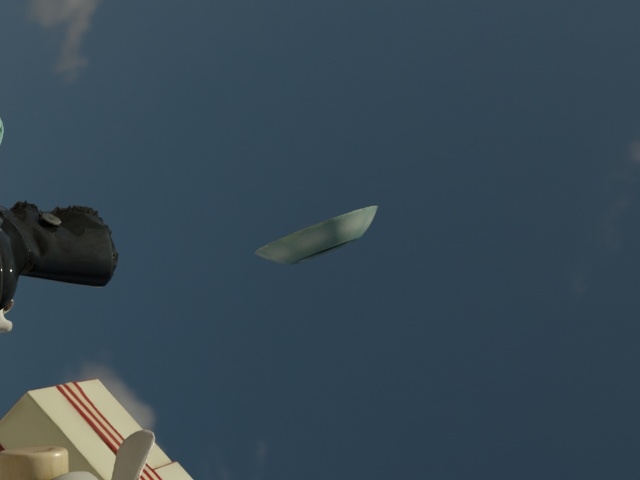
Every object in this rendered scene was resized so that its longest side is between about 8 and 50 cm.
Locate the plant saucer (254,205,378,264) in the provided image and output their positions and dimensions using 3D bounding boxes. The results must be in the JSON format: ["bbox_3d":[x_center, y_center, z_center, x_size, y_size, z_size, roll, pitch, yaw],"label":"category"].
[{"bbox_3d":[0.000,0.000,1.981,0.195,0.195,0.037,-25,-95,49],"label":"plant saucer"}]

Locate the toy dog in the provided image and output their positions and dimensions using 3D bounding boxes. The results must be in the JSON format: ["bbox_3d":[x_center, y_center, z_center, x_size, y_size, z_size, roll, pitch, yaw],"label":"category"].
[{"bbox_3d":[-0.231,0.313,1.498,0.333,0.161,0.220,25,-65,50],"label":"toy dog"}]

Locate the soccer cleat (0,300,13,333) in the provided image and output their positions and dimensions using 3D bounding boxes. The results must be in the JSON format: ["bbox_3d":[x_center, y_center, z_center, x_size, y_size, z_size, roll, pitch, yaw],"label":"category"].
[{"bbox_3d":[-0.520,0.082,2.116,0.196,0.076,0.068,-108,-148,-51],"label":"soccer cleat"}]

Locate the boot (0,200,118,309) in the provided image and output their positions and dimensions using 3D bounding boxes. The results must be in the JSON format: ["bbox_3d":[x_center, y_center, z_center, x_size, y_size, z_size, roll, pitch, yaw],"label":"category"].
[{"bbox_3d":[-0.328,0.017,1.576,0.246,0.207,0.094,44,-62,53],"label":"boot"}]

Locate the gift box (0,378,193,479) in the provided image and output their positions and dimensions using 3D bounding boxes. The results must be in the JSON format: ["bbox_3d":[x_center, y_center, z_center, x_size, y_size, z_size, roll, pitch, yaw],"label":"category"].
[{"bbox_3d":[-0.359,0.381,1.926,0.258,0.255,0.276,44,-74,13],"label":"gift box"}]

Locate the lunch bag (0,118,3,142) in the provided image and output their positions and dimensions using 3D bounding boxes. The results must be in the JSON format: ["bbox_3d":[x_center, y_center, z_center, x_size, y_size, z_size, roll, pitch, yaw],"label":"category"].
[{"bbox_3d":[-0.590,-0.120,1.921,0.108,0.224,0.279,-27,-141,44],"label":"lunch bag"}]
